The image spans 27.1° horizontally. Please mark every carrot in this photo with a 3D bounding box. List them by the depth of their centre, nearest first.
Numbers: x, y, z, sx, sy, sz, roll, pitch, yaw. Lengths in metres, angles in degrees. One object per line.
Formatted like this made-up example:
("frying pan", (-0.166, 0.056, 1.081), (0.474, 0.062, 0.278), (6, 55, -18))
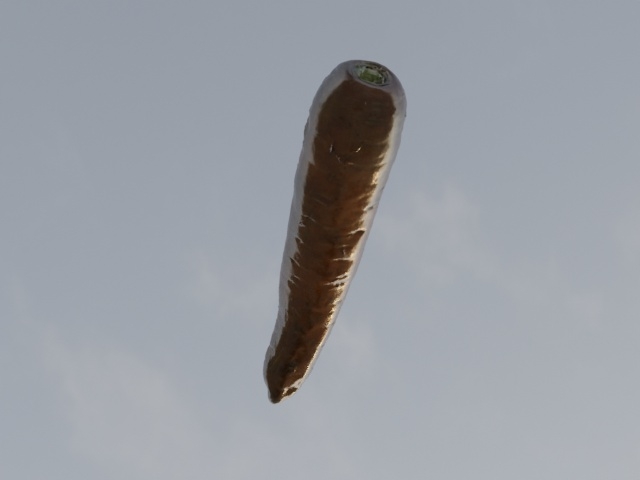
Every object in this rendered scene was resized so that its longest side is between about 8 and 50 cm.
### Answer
("carrot", (0.000, 0.000, 0.649), (0.047, 0.047, 0.191), (16, -58, -1))
